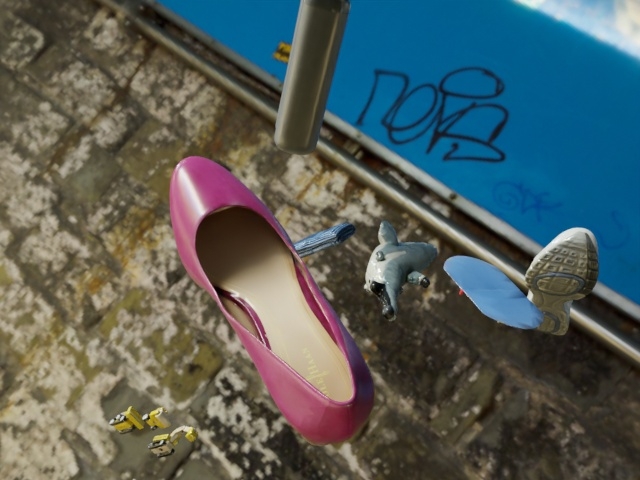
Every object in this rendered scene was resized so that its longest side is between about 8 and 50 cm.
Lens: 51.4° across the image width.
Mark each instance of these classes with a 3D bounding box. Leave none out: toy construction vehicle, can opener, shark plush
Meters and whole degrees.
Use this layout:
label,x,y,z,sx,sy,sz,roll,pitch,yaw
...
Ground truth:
label,x,y,z,sx,sy,sz,roll,pitch,yaw
toy construction vehicle,-0.227,0.256,0.915,0.086,0.098,0.035,51,35,-21
can opener,-0.013,-0.222,0.636,0.093,0.280,0.074,8,29,-4
shark plush,0.082,0.029,0.677,0.067,0.073,0.161,13,12,8

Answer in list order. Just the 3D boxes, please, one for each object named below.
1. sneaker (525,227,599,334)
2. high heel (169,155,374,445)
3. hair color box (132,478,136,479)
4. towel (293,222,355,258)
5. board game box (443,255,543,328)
label,x,y,z,sx,sy,sz,roll,pitch,yaw
sneaker,0.423,0.056,1.188,0.111,0.129,0.297,18,-29,13
high heel,-0.058,0.030,0.690,0.377,0.127,0.181,55,-19,17
hair color box,-0.276,0.393,0.916,0.072,0.043,0.141,34,13,11
towel,0.000,0.000,1.151,0.119,0.067,0.029,-22,-83,37
board game box,0.256,0.088,1.020,0.133,0.033,0.168,3,35,-36
